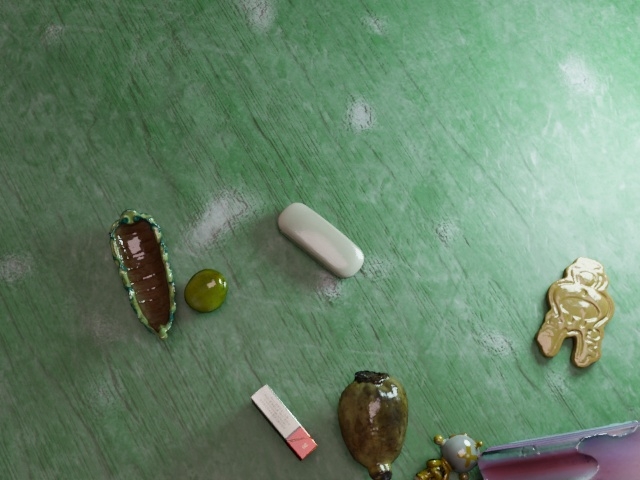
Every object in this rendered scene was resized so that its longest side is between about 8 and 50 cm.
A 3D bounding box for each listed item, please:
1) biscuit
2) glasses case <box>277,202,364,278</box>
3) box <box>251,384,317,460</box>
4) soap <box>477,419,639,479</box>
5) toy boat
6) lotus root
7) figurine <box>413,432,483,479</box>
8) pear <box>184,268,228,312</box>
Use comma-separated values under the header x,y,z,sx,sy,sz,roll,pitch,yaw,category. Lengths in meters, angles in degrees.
x,y,z,sx,sy,sz,roll,pitch,yaw,category
0.542,0.147,1.723,0.144,0.040,0.236,21,75,-3,biscuit
0.000,0.000,1.714,0.204,0.051,0.081,40,76,8,glasses case
-0.071,0.352,1.578,0.048,0.100,0.152,-37,79,-11,box
0.474,0.418,1.540,0.324,0.193,0.109,-16,79,18,soap
-0.347,0.080,1.645,0.109,0.099,0.292,-18,68,-8,toy boat
0.102,0.356,1.577,0.138,0.138,0.214,1,74,-4,lotus root
0.246,0.430,1.595,0.143,0.068,0.101,-12,91,-7,figurine
-0.227,0.101,1.648,0.092,0.097,0.092,17,61,-32,pear
